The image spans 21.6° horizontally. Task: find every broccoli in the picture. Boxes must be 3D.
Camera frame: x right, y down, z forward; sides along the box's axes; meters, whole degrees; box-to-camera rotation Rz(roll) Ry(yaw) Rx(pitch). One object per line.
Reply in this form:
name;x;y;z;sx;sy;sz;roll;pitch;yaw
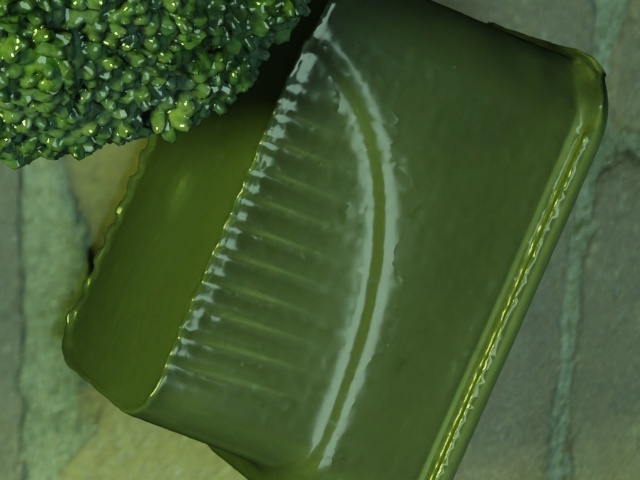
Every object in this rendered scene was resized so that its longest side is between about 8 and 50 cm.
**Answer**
broccoli;-0.109;-0.125;0.634;0.226;0.176;0.198;-31;144;-35

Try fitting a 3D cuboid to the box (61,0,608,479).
box;0.000;0.000;0.813;0.178;0.138;0.274;22;93;-36
